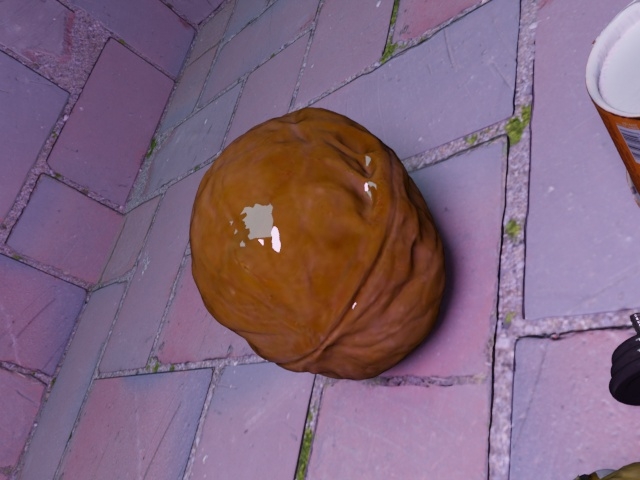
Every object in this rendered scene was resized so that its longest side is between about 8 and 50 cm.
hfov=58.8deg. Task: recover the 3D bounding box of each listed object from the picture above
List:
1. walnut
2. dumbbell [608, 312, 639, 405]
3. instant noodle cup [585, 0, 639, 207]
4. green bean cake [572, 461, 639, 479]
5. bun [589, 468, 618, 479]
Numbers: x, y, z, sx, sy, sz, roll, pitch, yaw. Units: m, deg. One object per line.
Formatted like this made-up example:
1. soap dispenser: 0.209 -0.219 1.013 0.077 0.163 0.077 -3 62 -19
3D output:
1. walnut: 0.000 0.000 0.780 0.308 0.353 0.398 -58 22 30
2. dumbbell: 0.314 0.152 0.486 0.099 0.099 0.209 -35 40 31
3. instant noodle cup: 0.384 -0.143 0.557 0.230 0.182 0.230 -34 39 33
4. green bean cake: 0.235 0.330 0.324 0.310 0.202 0.285 27 111 49
5. bun: 0.268 0.251 0.514 0.083 0.045 0.083 -36 40 38
